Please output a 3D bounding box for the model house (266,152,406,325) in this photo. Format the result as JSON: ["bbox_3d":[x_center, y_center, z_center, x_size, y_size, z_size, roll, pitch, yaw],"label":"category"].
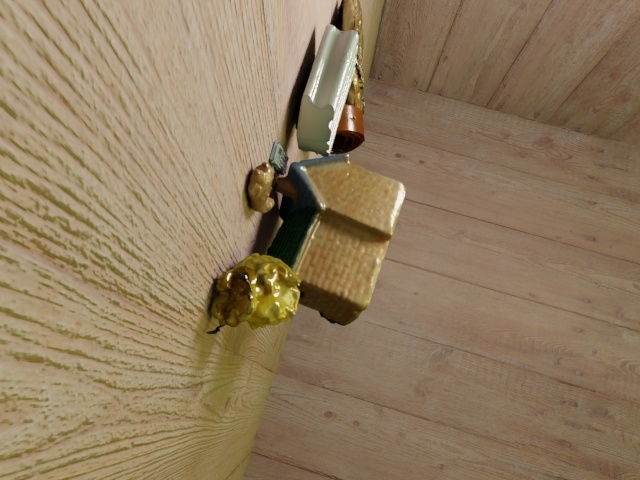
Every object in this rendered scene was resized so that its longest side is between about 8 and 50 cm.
[{"bbox_3d":[0.000,0.000,1.264,0.334,0.342,0.382,115,-4,-63],"label":"model house"}]

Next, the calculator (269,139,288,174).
[{"bbox_3d":[-0.105,-0.208,1.151,0.172,0.018,0.057,38,67,-84],"label":"calculator"}]

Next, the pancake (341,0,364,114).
[{"bbox_3d":[0.110,-0.616,1.496,0.382,0.071,0.382,-2,90,-83],"label":"pancake"}]

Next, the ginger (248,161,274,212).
[{"bbox_3d":[-0.132,-0.104,0.991,0.173,0.051,0.069,109,4,-67],"label":"ginger"}]

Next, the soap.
[{"bbox_3d":[0.018,-0.391,1.185,0.173,0.095,0.289,87,18,-74],"label":"soap"}]

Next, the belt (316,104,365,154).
[{"bbox_3d":[0.052,-0.359,1.487,0.261,0.184,0.105,154,-70,-83],"label":"belt"}]

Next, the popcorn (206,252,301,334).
[{"bbox_3d":[-0.138,0.122,0.976,0.173,0.168,0.195,-35,-176,27],"label":"popcorn"}]

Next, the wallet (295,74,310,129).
[{"bbox_3d":[-0.029,-0.414,1.284,0.244,0.025,0.124,-69,172,-52],"label":"wallet"}]
